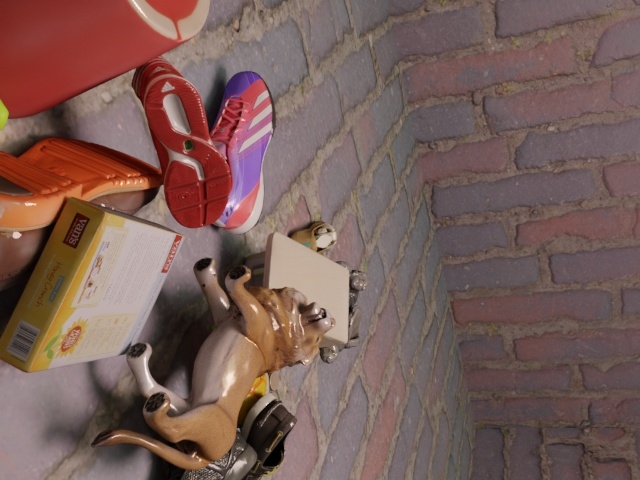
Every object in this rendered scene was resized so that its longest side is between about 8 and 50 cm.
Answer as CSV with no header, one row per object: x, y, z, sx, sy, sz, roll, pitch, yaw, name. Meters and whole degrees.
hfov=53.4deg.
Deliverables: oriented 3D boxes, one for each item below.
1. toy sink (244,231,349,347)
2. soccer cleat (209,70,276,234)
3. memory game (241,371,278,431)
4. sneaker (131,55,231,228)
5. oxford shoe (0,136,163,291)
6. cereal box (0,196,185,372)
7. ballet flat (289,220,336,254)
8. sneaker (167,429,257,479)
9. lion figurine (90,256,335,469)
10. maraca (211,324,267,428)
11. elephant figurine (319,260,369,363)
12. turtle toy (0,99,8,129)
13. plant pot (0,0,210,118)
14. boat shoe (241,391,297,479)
-0.065,0.102,1.185,0.234,0.131,0.152,28,55,-47,toy sink
-0.153,-0.174,1.117,0.116,0.109,0.317,35,55,-57,soccer cleat
-0.123,0.273,1.181,0.186,0.012,0.186,-7,90,-68,memory game
-0.173,-0.129,0.792,0.221,0.087,0.128,91,-21,-43,sneaker
-0.296,-0.035,0.739,0.364,0.130,0.132,-41,153,-72,oxford shoe
-0.244,0.052,0.720,0.240,0.047,0.172,45,70,-82,cereal box
0.000,0.000,1.487,0.232,0.073,0.080,-30,112,-67,ballet flat
-0.197,0.331,0.893,0.130,0.087,0.227,56,45,-8,sneaker
-0.132,0.185,0.886,0.392,0.142,0.240,-53,135,-38,lion figurine
-0.141,0.210,1.036,0.127,0.099,0.185,38,42,-70,maraca
0.017,0.178,1.381,0.186,0.170,0.239,27,54,-41,elephant figurine
-0.354,-0.136,0.596,0.130,0.095,0.066,47,47,-58,turtle toy
-0.267,-0.280,0.662,0.275,0.243,0.274,-7,90,-69,plant pot
-0.093,0.342,1.030,0.081,0.069,0.227,-36,151,-44,boat shoe
